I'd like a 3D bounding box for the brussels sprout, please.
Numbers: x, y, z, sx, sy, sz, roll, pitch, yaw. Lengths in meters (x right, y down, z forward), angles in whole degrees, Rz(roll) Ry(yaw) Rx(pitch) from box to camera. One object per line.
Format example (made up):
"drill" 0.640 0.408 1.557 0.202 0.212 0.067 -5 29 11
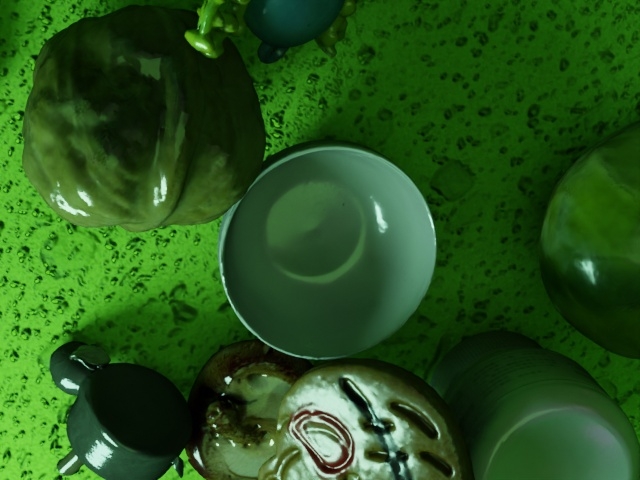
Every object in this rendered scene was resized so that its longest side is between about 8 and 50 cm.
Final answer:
"brussels sprout" 0.445 -0.010 1.964 0.344 0.268 0.344 -11 111 -31

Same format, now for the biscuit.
"biscuit" 0.052 0.322 1.871 0.314 0.063 0.368 0 110 29

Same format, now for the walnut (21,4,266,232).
"walnut" -0.217 -0.147 1.777 0.253 0.282 0.277 -19 70 32

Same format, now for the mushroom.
"mushroom" -0.086 0.233 1.997 0.194 0.138 0.231 15 115 -30

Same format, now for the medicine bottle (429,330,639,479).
"medicine bottle" 0.273 0.261 1.974 0.241 0.302 0.241 -3 106 -9

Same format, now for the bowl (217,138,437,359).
"bowl" 0.000 0.000 1.931 0.287 0.144 0.287 -3 106 -10

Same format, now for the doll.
"doll" -0.027 -0.349 1.725 0.346 0.098 0.341 -25 141 -47

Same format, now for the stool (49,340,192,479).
"stool" -0.273 0.240 1.956 0.153 0.228 0.139 0 138 -42
